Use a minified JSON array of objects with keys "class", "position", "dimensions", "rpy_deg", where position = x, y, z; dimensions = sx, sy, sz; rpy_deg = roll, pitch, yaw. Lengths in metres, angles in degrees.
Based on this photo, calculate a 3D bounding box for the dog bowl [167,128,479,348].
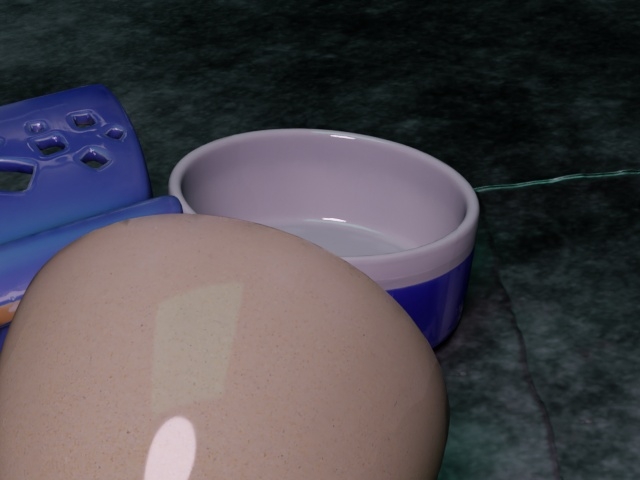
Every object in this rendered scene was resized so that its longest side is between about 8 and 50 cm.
[{"class":"dog bowl","position":[0.000,0.000,1.119],"dimensions":[0.264,0.104,0.265],"rpy_deg":[4,27,-2]}]

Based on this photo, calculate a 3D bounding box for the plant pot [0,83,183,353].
[{"class":"plant pot","position":[-0.221,0.044,1.012],"dimensions":[0.236,0.236,0.212],"rpy_deg":[-19,38,-23]}]

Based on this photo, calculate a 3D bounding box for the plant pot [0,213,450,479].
[{"class":"plant pot","position":[-0.077,0.153,0.752],"dimensions":[0.284,0.284,0.191],"rpy_deg":[1,37,13]}]
